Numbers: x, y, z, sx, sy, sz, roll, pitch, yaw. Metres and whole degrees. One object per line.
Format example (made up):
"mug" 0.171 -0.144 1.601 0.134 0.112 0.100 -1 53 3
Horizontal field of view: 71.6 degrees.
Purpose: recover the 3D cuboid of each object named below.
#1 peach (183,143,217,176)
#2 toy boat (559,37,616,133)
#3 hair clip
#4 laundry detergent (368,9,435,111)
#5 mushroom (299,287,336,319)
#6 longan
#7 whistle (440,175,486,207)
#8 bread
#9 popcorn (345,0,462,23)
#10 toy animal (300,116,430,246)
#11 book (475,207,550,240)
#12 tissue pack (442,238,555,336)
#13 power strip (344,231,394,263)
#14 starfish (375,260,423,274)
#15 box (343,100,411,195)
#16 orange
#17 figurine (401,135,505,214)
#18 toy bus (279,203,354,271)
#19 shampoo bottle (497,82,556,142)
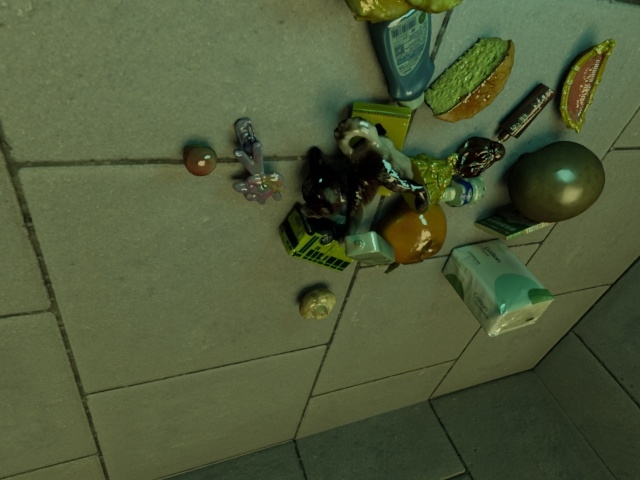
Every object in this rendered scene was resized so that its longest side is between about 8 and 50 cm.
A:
"peach" -0.292 -0.194 1.078 0.083 0.083 0.083 -15 138 -14
"toy boat" 0.814 -0.481 1.374 0.140 0.099 0.318 -19 142 -5
"hair clip" -0.171 -0.176 1.159 0.136 0.090 0.279 -16 139 0
"laundry detergent" 0.209 -0.445 1.089 0.143 0.094 0.290 -37 144 -8
"mushroom" -0.011 0.241 1.666 0.147 0.112 0.148 -9 139 -8
"longan" 0.806 -0.199 1.538 0.297 0.297 0.297 -15 138 -14
"whistle" 0.480 -0.164 1.517 0.244 0.092 0.110 -9 116 -28
"bread" 0.409 -0.415 1.198 0.260 0.129 0.134 -39 140 15
"popcorn" 0.153 -0.530 0.838 0.225 0.277 0.276 16 124 -45
"toy animal" 0.071 -0.163 1.184 0.344 0.194 0.302 -29 131 31
"book" 0.762 -0.078 1.696 0.264 0.202 0.027 -20 112 -8
"tissue pack" 0.713 0.184 1.811 0.265 0.357 0.194 -10 137 -20
"power strip" 0.147 0.028 1.282 0.091 0.063 0.385 -9 170 15
"starfish" 0.292 0.075 1.641 0.223 0.050 0.217 -16 -163 42
"box" 0.148 -0.247 1.240 0.152 0.041 0.279 8 136 2
"orange" 0.310 -0.024 1.507 0.248 0.183 0.249 -17 139 -15
"figurine" 0.413 -0.231 1.393 0.315 0.188 0.168 -26 177 -16
"toy bus" 0.000 0.000 1.406 0.262 0.128 0.150 21 123 -43
"shampoo bottle" 0.625 -0.382 1.397 0.067 0.068 0.236 -4 138 -55
